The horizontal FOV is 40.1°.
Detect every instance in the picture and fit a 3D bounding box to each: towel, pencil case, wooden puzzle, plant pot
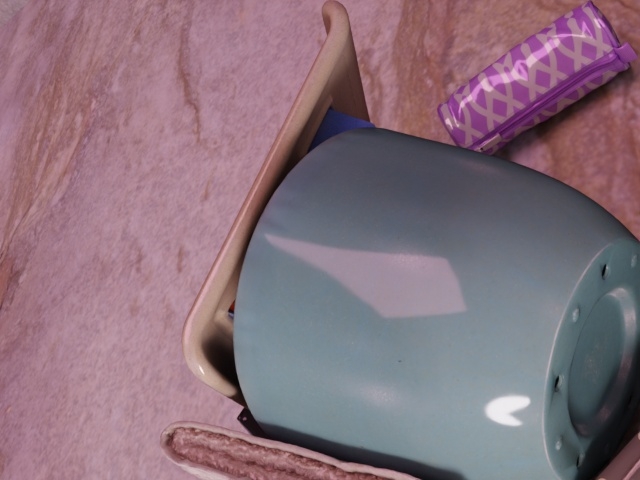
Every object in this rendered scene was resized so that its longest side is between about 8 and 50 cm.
[{"bbox_3d":[0.020,0.219,0.713,0.282,0.187,0.049,4,61,38],"label":"towel"},{"bbox_3d":[0.217,-0.158,0.909,0.206,0.086,0.088,-36,27,24],"label":"pencil case"},{"bbox_3d":[0.000,0.000,0.848,0.080,0.322,0.348,17,75,14],"label":"wooden puzzle"},{"bbox_3d":[0.118,0.066,0.694,0.235,0.293,0.293,12,71,40],"label":"plant pot"}]

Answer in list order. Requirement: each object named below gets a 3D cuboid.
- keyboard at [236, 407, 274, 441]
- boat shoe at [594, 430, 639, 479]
[{"bbox_3d":[0.010,0.089,0.999,0.317,0.033,0.201,-55,40,-2],"label":"keyboard"},{"bbox_3d":[0.208,0.222,0.607,0.305,0.109,0.091,-50,20,14],"label":"boat shoe"}]
